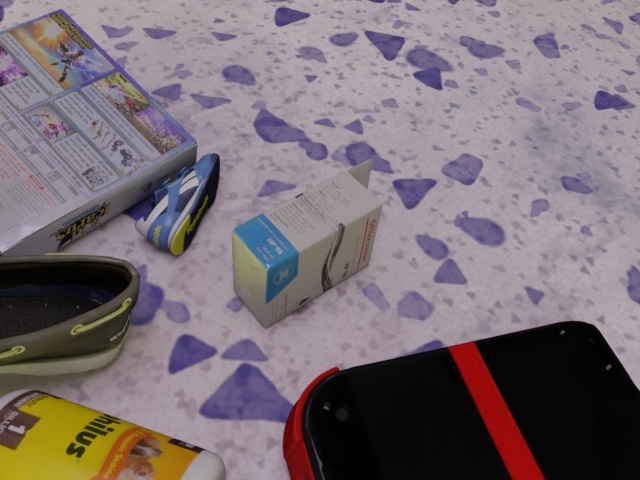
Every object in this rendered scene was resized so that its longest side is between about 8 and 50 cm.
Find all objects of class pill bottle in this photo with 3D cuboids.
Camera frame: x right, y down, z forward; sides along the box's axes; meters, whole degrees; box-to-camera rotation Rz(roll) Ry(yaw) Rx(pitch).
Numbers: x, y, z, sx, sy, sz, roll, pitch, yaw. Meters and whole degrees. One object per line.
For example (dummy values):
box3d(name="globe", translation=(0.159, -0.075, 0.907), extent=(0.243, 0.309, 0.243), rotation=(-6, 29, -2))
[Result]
box3d(name="pill bottle", translation=(-0.150, 0.195, 0.452), extent=(0.215, 0.117, 0.117), rotation=(17, 51, 7))

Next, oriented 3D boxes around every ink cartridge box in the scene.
box3d(name="ink cartridge box", translation=(0.000, 0.000, 0.638), extent=(0.180, 0.104, 0.060), rotation=(-30, 59, -27))

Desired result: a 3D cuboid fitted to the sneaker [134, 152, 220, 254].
box3d(name="sneaker", translation=(-0.156, -0.051, 0.697), extent=(0.059, 0.053, 0.144), rotation=(15, 50, 9))

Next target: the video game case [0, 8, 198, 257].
box3d(name="video game case", translation=(-0.321, -0.125, 0.707), extent=(0.269, 0.061, 0.244), rotation=(44, 59, 14))

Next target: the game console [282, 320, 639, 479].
box3d(name="game console", translation=(0.171, 0.252, 0.490), extent=(0.342, 0.060, 0.386), rotation=(-7, 52, -19))

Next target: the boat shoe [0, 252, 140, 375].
box3d(name="boat shoe", translation=(-0.289, 0.061, 0.485), extent=(0.305, 0.091, 0.109), rotation=(-3, 45, -44))
